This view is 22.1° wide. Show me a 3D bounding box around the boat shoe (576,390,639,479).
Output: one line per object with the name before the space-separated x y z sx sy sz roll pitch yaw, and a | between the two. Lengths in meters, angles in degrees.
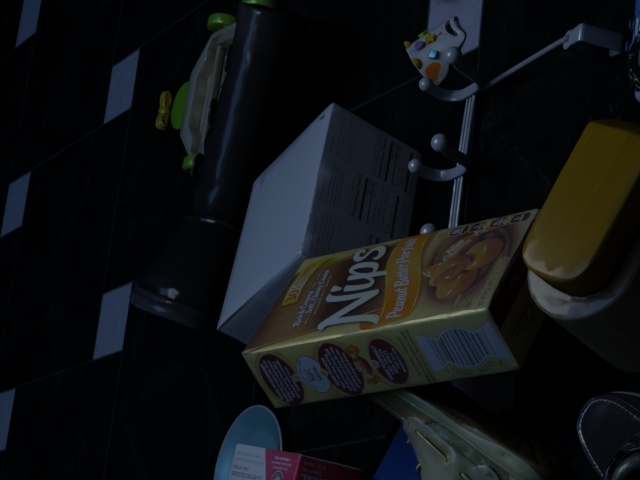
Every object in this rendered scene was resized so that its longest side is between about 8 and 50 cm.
boat shoe | 0.313 0.223 1.528 0.103 0.092 0.285 -62 31 18

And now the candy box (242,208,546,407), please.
candy box | 0.091 0.076 1.770 0.316 0.087 0.183 -12 28 34

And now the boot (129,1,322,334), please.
boot | -0.119 -0.112 2.290 0.367 0.146 0.445 -81 11 -83

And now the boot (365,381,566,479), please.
boot | 0.121 0.267 1.783 0.262 0.095 0.203 30 107 30

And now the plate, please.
plate | -0.094 0.322 2.267 0.188 0.024 0.188 -34 48 48

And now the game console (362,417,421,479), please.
game console | 0.128 0.263 1.842 0.144 0.085 0.124 -64 30 17

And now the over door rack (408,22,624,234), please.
over door rack | 0.199 -0.109 1.888 0.324 0.108 0.239 -13 65 58

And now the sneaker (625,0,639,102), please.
sneaker | 0.349 -0.209 1.732 0.059 0.053 0.144 -38 43 50

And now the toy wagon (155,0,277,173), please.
toy wagon | -0.159 -0.237 2.625 0.344 0.068 0.267 -15 63 58

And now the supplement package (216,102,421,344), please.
supplement package | 0.000 0.000 2.078 0.204 0.145 0.262 -42 26 43

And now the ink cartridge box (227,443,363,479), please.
ink cartridge box | -0.053 0.382 2.024 0.172 0.100 0.237 -3 71 60

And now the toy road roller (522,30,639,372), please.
toy road roller | 0.361 -0.028 1.434 0.240 0.202 0.329 27 84 48

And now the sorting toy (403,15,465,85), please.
sorting toy | 0.153 -0.255 2.124 0.075 0.045 0.083 -40 39 17
